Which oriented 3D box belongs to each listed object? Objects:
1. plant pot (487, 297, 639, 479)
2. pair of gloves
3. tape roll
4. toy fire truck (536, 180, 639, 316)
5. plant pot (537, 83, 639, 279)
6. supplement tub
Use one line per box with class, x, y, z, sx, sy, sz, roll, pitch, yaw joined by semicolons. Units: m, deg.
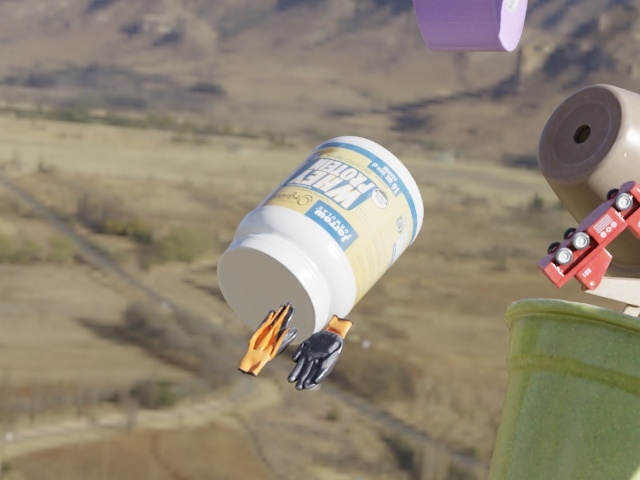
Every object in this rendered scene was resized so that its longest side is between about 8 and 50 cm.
plant pot;0.263;0.225;1.560;0.276;0.254;0.276;20;-13;5
pair of gloves;-0.020;0.086;1.360;0.083;0.074;0.010;15;-29;31
tape roll;0.167;-0.344;1.837;0.090;0.275;0.275;2;5;16
toy fire truck;0.310;0.044;1.819;0.135;0.192;0.047;47;3;-9
plant pot;0.411;-0.093;2.231;0.229;0.263;0.263;30;-10;-35
supplement tub;0.000;0.000;1.726;0.144;0.144;0.200;9;40;35
